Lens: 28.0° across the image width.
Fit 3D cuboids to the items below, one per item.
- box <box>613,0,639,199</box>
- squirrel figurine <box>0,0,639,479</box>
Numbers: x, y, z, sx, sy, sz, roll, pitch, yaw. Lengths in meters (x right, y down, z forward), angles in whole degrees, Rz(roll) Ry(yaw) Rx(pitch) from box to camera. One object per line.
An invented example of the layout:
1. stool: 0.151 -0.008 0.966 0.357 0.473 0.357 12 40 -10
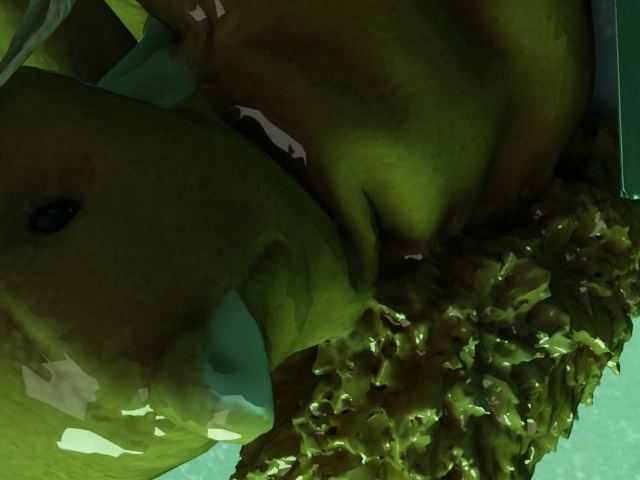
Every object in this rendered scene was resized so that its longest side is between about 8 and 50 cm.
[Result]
1. box: 0.257 -0.144 0.486 0.293 0.073 0.295 8 117 35
2. squirrel figurine: 0.000 0.000 0.582 0.281 0.370 0.397 -27 112 37
